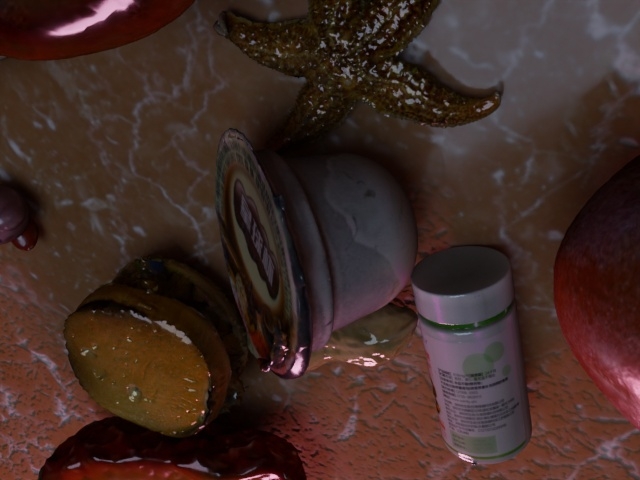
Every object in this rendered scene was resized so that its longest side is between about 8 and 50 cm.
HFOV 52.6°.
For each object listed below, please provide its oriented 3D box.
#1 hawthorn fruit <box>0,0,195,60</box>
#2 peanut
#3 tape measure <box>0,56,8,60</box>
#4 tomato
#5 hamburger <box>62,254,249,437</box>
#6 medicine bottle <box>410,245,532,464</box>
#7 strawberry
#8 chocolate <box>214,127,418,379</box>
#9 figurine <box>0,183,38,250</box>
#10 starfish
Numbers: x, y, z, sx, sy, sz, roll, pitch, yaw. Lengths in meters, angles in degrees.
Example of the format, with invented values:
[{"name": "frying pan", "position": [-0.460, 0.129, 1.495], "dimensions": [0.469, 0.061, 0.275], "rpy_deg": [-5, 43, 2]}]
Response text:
[{"name": "hawthorn fruit", "position": [-0.171, -0.239, 0.374], "dimensions": [0.268, 0.301, 0.267], "rpy_deg": [-4, 126, -5]}, {"name": "peanut", "position": [0.006, 0.089, 0.622], "dimensions": [0.187, 0.082, 0.082], "rpy_deg": [-10, 114, 26]}, {"name": "tape measure", "position": [-0.363, -0.256, 0.553], "dimensions": [0.207, 0.115, 0.235], "rpy_deg": [-12, 109, 20]}, {"name": "tomato", "position": [0.262, 0.039, 0.421], "dimensions": [0.232, 0.232, 0.188], "rpy_deg": [27, 141, 4]}, {"name": "hamburger", "position": [-0.158, 0.113, 0.677], "dimensions": [0.191, 0.118, 0.182], "rpy_deg": [36, 127, 2]}, {"name": "medicine bottle", "position": [0.138, 0.104, 0.580], "dimensions": [0.086, 0.086, 0.183], "rpy_deg": [-4, 116, 22]}, {"name": "strawberry", "position": [-0.165, 0.292, 0.771], "dimensions": [0.336, 0.149, 0.265], "rpy_deg": [-18, 113, 16]}, {"name": "chocolate", "position": [0.003, 0.007, 0.535], "dimensions": [0.147, 0.221, 0.221], "rpy_deg": [-7, 124, -22]}, {"name": "figurine", "position": [-0.353, -0.029, 0.699], "dimensions": [0.083, 0.071, 0.067], "rpy_deg": [9, 79, 7]}, {"name": "starfish", "position": [0.028, -0.152, 0.506], "dimensions": [0.241, 0.043, 0.227], "rpy_deg": [23, 124, 4]}]
